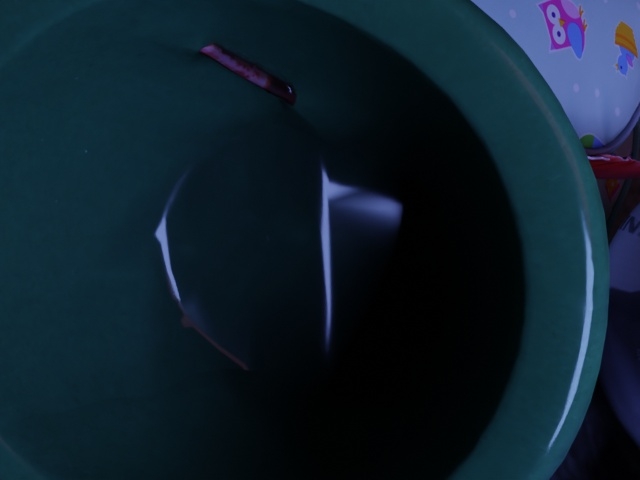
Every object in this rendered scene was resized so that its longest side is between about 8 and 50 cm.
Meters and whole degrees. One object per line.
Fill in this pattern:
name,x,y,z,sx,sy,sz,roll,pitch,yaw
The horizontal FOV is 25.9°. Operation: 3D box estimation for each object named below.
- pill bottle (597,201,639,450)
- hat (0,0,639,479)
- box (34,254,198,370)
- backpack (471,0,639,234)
pill bottle,0.170,0.032,0.539,0.246,0.130,0.130,15,63,-78
hat,0.000,0.000,0.414,0.208,0.173,0.183,28,12,3
box,-0.097,-0.019,0.424,0.147,0.077,0.180,-41,106,-40
backpack,0.046,-0.067,0.526,0.188,0.144,0.166,56,43,-24
